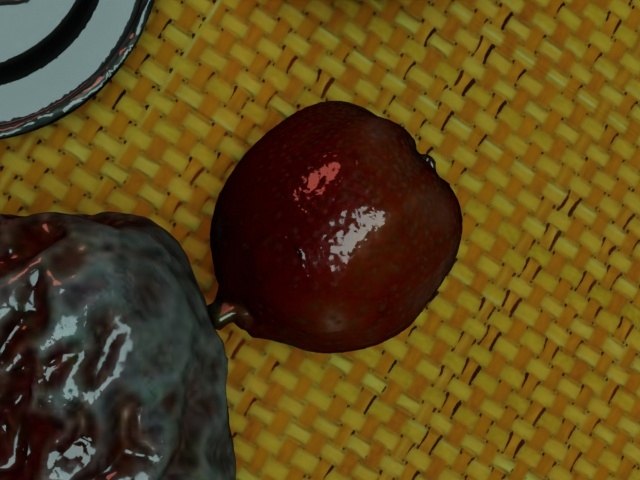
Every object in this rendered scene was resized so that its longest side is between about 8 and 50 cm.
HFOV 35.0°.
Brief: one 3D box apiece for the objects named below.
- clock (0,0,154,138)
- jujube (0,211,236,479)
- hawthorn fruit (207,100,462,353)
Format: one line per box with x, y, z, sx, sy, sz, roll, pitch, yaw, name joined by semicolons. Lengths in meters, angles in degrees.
-0.248;-0.203;0.691;0.280;0.055;0.281;0;91;-11;clock
-0.165;0.132;0.629;0.226;0.226;0.317;-5;97;-11;jujube
0.000;0.000;0.695;0.188;0.169;0.169;-36;97;-5;hawthorn fruit
